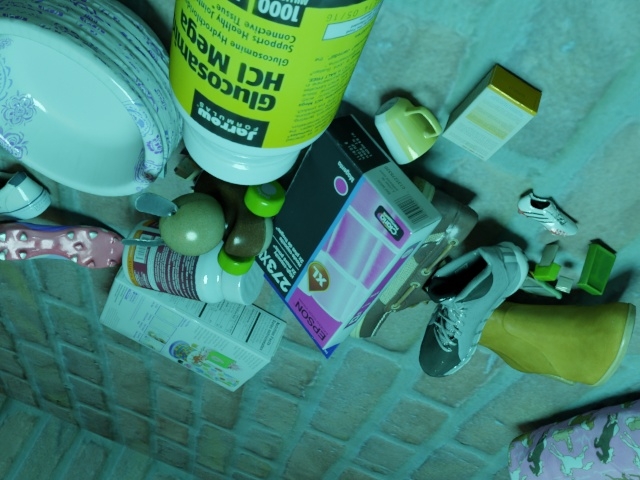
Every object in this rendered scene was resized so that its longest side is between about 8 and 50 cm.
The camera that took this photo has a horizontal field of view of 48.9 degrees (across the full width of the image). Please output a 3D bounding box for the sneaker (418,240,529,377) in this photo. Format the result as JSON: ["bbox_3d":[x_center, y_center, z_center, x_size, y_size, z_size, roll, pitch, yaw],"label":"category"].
[{"bbox_3d":[0.171,0.092,0.947,0.086,0.132,0.228,46,117,37],"label":"sneaker"}]

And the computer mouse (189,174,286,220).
[{"bbox_3d":[-0.109,-0.061,1.070,0.193,0.042,0.106,2,136,38],"label":"computer mouse"}]

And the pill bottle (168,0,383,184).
[{"bbox_3d":[-0.052,-0.205,0.702,0.188,0.188,0.334,25,146,-1],"label":"pill bottle"}]

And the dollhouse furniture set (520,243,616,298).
[{"bbox_3d":[0.321,0.039,0.961,0.076,0.058,0.152,28,166,-20],"label":"dollhouse furniture set"}]

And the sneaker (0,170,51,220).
[{"bbox_3d":[-0.616,-0.085,1.312,0.258,0.094,0.091,-8,126,26],"label":"sneaker"}]

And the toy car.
[{"bbox_3d":[-0.168,-0.036,0.936,0.149,0.188,0.155,59,139,29],"label":"toy car"}]

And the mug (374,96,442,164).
[{"bbox_3d":[0.102,-0.137,0.827,0.078,0.062,0.064,-28,113,30],"label":"mug"}]

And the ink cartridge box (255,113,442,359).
[{"bbox_3d":[0.007,0.022,0.954,0.175,0.069,0.371,51,143,17],"label":"ink cartridge box"}]

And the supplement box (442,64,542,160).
[{"bbox_3d":[0.189,-0.139,0.783,0.062,0.036,0.098,30,146,-9],"label":"supplement box"}]

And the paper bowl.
[{"bbox_3d":[-0.302,-0.201,0.897,0.284,0.148,0.284,16,145,12],"label":"paper bowl"}]

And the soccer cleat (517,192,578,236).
[{"bbox_3d":[0.286,-0.032,0.879,0.083,0.029,0.035,29,150,1],"label":"soccer cleat"}]

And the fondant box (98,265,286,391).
[{"bbox_3d":[-0.265,0.165,1.424,0.330,0.096,0.238,31,146,-9],"label":"fondant box"}]

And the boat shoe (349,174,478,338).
[{"bbox_3d":[0.128,0.051,1.013,0.123,0.123,0.342,21,139,1],"label":"boat shoe"}]

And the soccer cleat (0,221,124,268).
[{"bbox_3d":[-0.483,0.002,1.309,0.248,0.083,0.095,2,-161,-27],"label":"soccer cleat"}]

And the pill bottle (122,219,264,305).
[{"bbox_3d":[-0.212,0.040,1.196,0.221,0.121,0.121,11,144,18],"label":"pill bottle"}]

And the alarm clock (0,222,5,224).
[{"bbox_3d":[-0.662,-0.006,1.414,0.129,0.064,0.192,5,172,-16],"label":"alarm clock"}]

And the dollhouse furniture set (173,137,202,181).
[{"bbox_3d":[-0.208,-0.126,1.016,0.081,0.091,0.114,48,145,-7],"label":"dollhouse furniture set"}]

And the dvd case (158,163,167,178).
[{"bbox_3d":[-0.274,-0.149,1.072,0.087,0.013,0.119,24,145,0],"label":"dvd case"}]

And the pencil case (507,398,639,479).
[{"bbox_3d":[0.493,0.372,1.197,0.160,0.167,0.386,2,157,-29],"label":"pencil case"}]

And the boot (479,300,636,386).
[{"bbox_3d":[0.294,0.125,0.995,0.211,0.104,0.295,22,160,8],"label":"boot"}]
